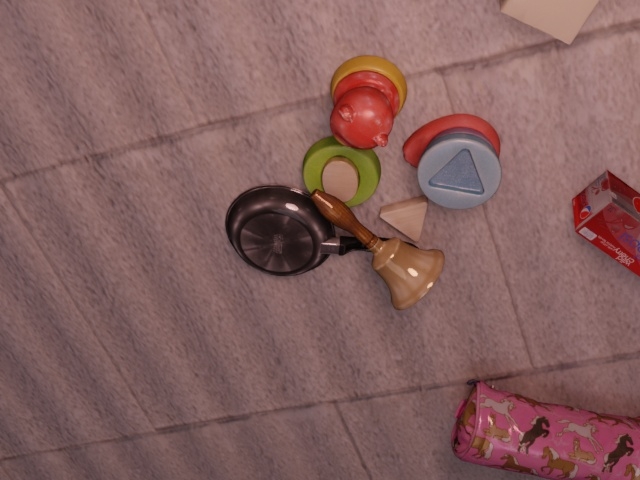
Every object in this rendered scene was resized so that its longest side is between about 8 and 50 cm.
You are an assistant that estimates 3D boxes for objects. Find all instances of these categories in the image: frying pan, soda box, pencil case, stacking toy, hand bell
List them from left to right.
[{"bbox_3d":[-0.015,0.019,1.814,0.326,0.053,0.197,27,128,-9],"label":"frying pan"},{"bbox_3d":[0.077,-0.003,1.718,0.242,0.126,0.126,38,123,-18],"label":"hand bell"},{"bbox_3d":[0.116,-0.106,1.641,0.309,0.130,0.279,26,127,-11],"label":"stacking toy"},{"bbox_3d":[0.446,0.371,1.944,0.386,0.167,0.160,13,150,-2],"label":"pencil case"},{"bbox_3d":[0.535,0.002,1.690,0.263,0.092,0.083,33,127,-17],"label":"soda box"}]

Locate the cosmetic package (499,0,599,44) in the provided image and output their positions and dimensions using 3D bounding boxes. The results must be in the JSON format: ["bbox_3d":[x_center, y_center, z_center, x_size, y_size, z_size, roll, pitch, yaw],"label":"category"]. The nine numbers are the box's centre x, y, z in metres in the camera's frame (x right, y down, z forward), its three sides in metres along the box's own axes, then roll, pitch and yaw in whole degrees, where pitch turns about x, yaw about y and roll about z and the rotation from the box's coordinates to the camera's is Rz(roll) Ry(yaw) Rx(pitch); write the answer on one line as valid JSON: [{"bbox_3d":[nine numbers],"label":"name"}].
[{"bbox_3d":[0.354,-0.431,1.336,0.113,0.160,0.309,24,126,-9],"label":"cosmetic package"}]
